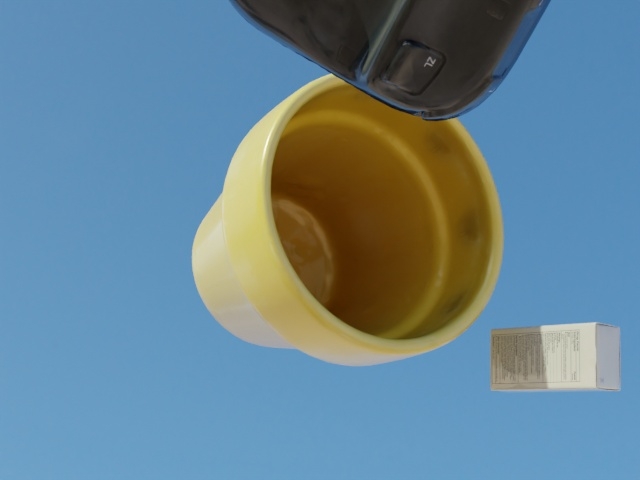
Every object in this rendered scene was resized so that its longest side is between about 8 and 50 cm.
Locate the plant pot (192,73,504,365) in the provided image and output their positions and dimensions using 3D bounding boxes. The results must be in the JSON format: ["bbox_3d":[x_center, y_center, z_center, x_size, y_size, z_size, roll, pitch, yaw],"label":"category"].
[{"bbox_3d":[0.000,0.000,1.114,0.254,0.254,0.239,29,-27,-22],"label":"plant pot"}]

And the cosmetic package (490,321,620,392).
[{"bbox_3d":[0.209,0.106,1.071,0.041,0.060,0.115,11,-12,-44],"label":"cosmetic package"}]

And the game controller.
[{"bbox_3d":[0.069,-0.218,0.537,0.166,0.067,0.319,35,-70,19],"label":"game controller"}]
